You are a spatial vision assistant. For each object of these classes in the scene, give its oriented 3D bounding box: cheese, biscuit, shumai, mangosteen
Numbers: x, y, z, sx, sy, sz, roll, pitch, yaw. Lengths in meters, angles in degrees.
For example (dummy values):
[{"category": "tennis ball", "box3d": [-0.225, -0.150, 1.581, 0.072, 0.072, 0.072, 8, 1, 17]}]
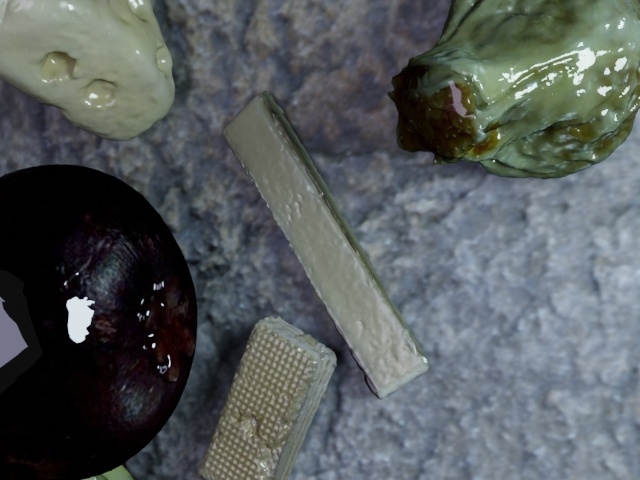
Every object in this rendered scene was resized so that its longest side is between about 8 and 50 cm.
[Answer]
[{"category": "cheese", "box3d": [0.002, -0.001, 1.347, 0.085, 0.034, 0.400, -39, 72, 22]}, {"category": "cheese", "box3d": [-0.308, -0.249, 1.420, 0.173, 0.248, 0.251, -25, 85, 32]}, {"category": "biscuit", "box3d": [-0.067, 0.219, 1.377, 0.108, 0.062, 0.239, 29, 107, 28]}, {"category": "shumai", "box3d": [0.196, -0.188, 1.111, 0.225, 0.222, 0.261, 17, 96, 33]}, {"category": "mangosteen", "box3d": [-0.360, 0.100, 1.373, 0.435, 0.382, 0.382, 0, 91, 26]}]

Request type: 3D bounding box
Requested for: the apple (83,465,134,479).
[{"category": "apple", "box3d": [-0.322, 0.381, 1.467, 0.174, 0.207, 0.188, -28, 73, 59]}]
